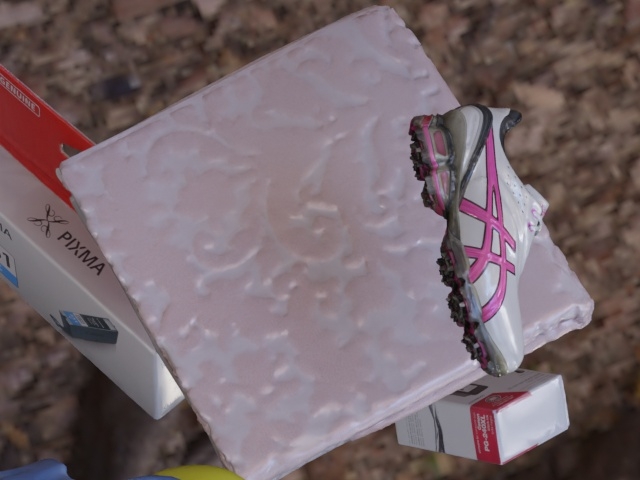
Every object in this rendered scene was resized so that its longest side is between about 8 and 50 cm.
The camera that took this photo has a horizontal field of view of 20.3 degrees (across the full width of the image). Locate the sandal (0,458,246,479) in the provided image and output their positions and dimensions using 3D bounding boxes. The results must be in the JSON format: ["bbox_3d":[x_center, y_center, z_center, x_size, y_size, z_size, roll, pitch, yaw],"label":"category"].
[{"bbox_3d":[-0.175,0.177,0.756,0.317,0.126,0.138,-31,155,6],"label":"sandal"}]

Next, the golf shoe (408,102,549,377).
[{"bbox_3d":[0.118,-0.003,1.205,0.086,0.186,0.067,-12,175,-4],"label":"golf shoe"}]

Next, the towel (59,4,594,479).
[{"bbox_3d":[0.000,0.000,1.420,0.317,0.332,0.053,-28,156,-8],"label":"towel"}]

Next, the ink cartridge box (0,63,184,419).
[{"bbox_3d":[-0.236,0.002,1.715,0.066,0.296,0.261,-40,158,-27],"label":"ink cartridge box"}]

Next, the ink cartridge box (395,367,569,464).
[{"bbox_3d":[0.163,0.175,1.853,0.109,0.063,0.150,-23,-161,-39],"label":"ink cartridge box"}]
